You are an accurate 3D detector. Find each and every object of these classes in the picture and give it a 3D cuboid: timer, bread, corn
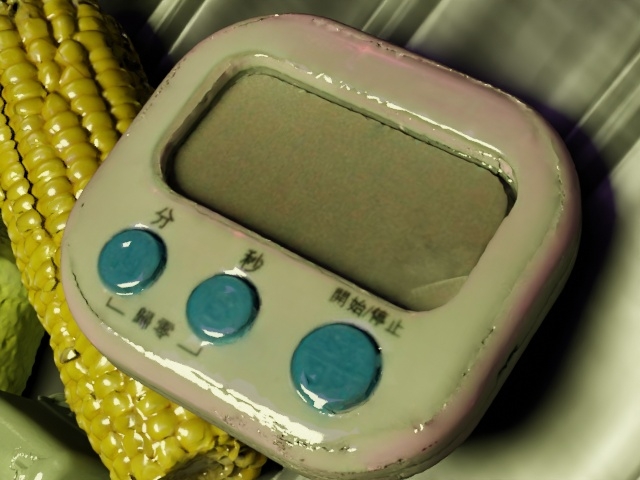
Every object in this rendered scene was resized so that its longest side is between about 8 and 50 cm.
[{"bbox_3d":[0.000,0.000,0.583,0.209,0.069,0.190,27,72,24],"label":"timer"},{"bbox_3d":[-0.221,0.038,0.770,0.129,0.111,0.114,37,95,31],"label":"bread"},{"bbox_3d":[-0.113,-0.008,0.694,0.115,0.115,0.317,-36,65,26],"label":"corn"}]

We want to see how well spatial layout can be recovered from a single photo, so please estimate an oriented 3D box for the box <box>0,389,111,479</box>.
[{"bbox_3d":[-0.170,0.162,0.689,0.124,0.093,0.172,24,83,38],"label":"box"}]
